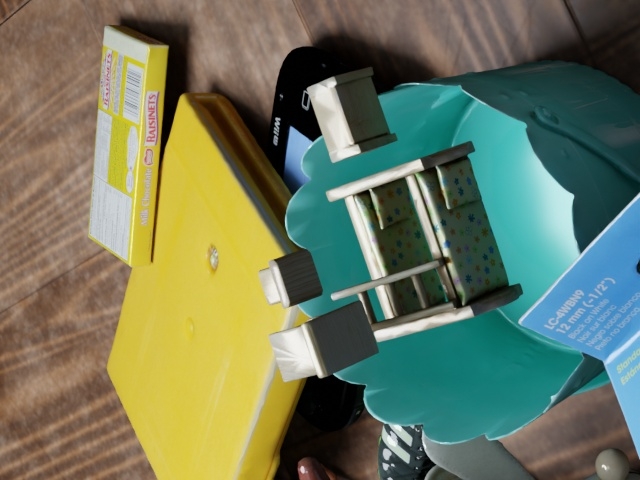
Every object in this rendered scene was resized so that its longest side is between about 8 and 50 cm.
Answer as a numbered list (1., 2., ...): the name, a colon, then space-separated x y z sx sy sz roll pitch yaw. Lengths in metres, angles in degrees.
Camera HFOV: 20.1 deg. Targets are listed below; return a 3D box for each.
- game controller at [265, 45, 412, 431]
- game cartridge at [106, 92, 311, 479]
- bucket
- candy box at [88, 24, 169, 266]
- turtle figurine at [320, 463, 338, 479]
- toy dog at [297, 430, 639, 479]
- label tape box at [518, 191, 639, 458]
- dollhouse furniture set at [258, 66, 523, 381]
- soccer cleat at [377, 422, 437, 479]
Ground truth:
1. game controller: 0.000 0.000 1.534 0.166 0.067 0.319 31 123 39
2. game cartridge: -0.094 0.078 1.599 0.285 0.052 0.324 57 139 45
3. bucket: 0.133 0.000 1.336 0.281 0.183 0.281 17 115 39
4. candy box: -0.178 -0.088 1.665 0.105 0.027 0.206 32 119 59
5. turtle figurine: -0.080 0.273 1.694 0.269 0.087 0.217 18 116 38
6. toy dog: 0.091 0.200 1.336 0.220 0.333 0.161 23 126 41
7. label tape box: 0.328 0.090 1.111 0.347 0.115 0.249 26 132 -14
8. dollhouse furniture set: 0.029 -0.021 1.184 0.101 0.161 0.182 -18 92 44
9. soccer cleat: 0.086 0.160 1.518 0.072 0.060 0.179 13 110 52
